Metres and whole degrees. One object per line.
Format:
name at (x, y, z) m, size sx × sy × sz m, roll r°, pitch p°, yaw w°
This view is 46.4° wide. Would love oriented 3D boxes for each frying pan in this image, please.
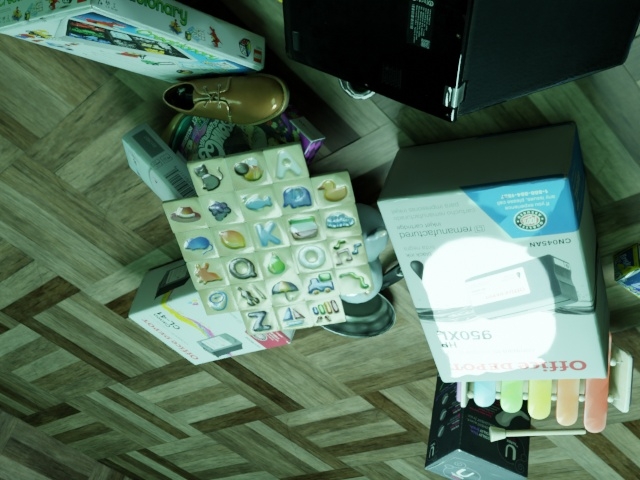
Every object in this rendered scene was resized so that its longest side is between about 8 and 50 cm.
frying pan at (0.070, 0.099, 1.521) m, size 0.197 × 0.053 × 0.326 m, roll 14°, pitch 140°, yaw 2°

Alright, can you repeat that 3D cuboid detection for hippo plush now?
hippo plush at (0.000, 0.000, 1.348) m, size 0.236 × 0.234 × 0.294 m, roll -1°, pitch 99°, yaw -6°

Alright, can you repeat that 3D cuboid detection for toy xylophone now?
toy xylophone at (0.416, 0.277, 1.398) m, size 0.322 × 0.081 × 0.236 m, roll -8°, pitch 102°, yaw 8°

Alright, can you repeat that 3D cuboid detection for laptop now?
laptop at (0.177, -0.364, 0.879) m, size 0.407 × 0.236 × 0.382 m, roll 25°, pitch 145°, yaw 21°

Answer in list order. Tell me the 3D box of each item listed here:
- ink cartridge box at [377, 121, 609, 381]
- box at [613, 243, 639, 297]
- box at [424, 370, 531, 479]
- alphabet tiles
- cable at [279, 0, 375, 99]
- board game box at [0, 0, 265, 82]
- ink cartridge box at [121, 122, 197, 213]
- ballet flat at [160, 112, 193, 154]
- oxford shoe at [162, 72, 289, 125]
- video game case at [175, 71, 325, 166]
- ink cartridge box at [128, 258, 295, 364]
ink cartridge box at (0.295, 0.037, 1.209) m, size 0.285 × 0.166 × 0.395 m, roll -6°, pitch 124°, yaw 26°
box at (0.589, 0.077, 1.297) m, size 0.169 × 0.059 × 0.054 m, roll 30°, pitch 138°, yaw -17°
box at (0.337, 0.367, 1.575) m, size 0.165 × 0.270 × 0.143 m, roll 25°, pitch 141°, yaw -10°
alphabet tiles at (-0.075, 0.010, 1.166) m, size 0.285 × 0.011 × 0.343 m, roll -9°, pitch 124°, yaw 8°
cable at (0.024, -0.322, 1.038) m, size 0.139 × 0.072 × 0.287 m, roll -27°, pitch 139°, yaw 21°
board game box at (-0.244, -0.277, 1.005) m, size 0.193 × 0.053 × 0.305 m, roll 1°, pitch 178°, yaw 35°
ink cartridge box at (-0.247, -0.063, 1.272) m, size 0.189 × 0.066 × 0.232 m, roll 44°, pitch 153°, yaw 21°
ballet flat at (-0.255, -0.149, 1.318) m, size 0.073 × 0.080 × 0.232 m, roll 38°, pitch 145°, yaw 22°
oxford shoe at (-0.142, -0.205, 1.091) m, size 0.212 × 0.076 × 0.076 m, roll 3°, pitch 97°, yaw 33°
video game case at (-0.121, -0.140, 1.173) m, size 0.210 × 0.042 × 0.232 m, roll 46°, pitch 127°, yaw 16°
ink cartridge box at (-0.226, 0.143, 1.619) m, size 0.306 × 0.131 × 0.226 m, roll -20°, pitch 130°, yaw 36°
